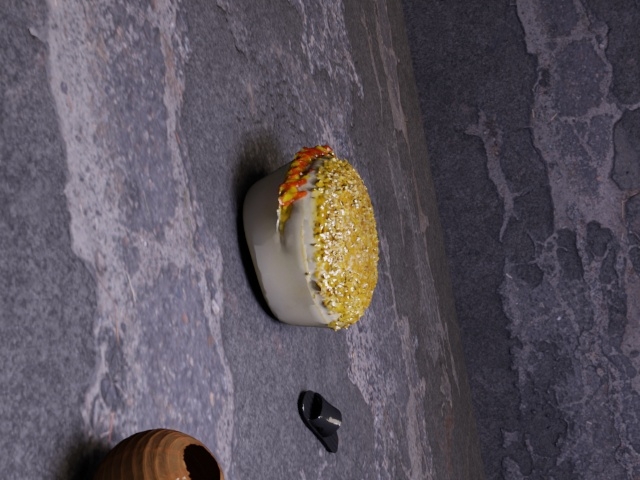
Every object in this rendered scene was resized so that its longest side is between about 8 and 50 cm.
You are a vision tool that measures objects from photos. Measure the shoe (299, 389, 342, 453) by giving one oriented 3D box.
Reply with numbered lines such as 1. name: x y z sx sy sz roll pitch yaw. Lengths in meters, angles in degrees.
1. shoe: 0.015 0.302 1.449 0.159 0.053 0.062 64 27 -42

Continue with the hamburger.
1. hamburger: 0.000 0.000 1.377 0.276 0.179 0.294 -51 127 -67

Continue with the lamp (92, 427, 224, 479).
1. lamp: -0.160 0.254 0.857 0.136 0.137 0.136 -11 90 -71
